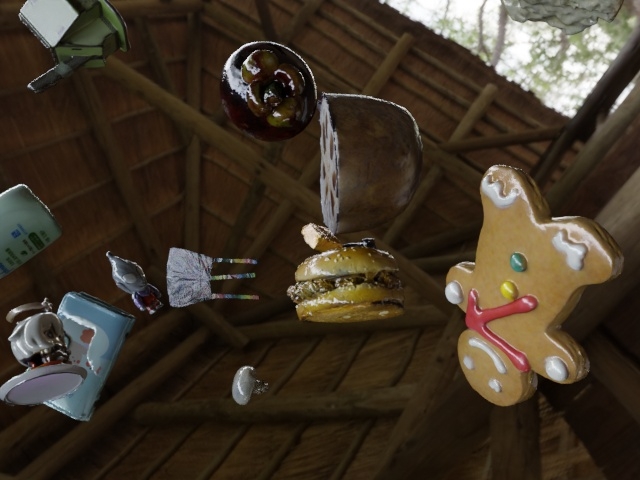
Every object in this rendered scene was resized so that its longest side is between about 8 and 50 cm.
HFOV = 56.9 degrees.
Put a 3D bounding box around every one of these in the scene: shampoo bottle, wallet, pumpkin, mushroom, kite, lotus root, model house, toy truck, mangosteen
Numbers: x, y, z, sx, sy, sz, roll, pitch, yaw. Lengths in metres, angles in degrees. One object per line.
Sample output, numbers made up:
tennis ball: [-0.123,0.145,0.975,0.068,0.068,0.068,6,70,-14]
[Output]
shampoo bottle: [-0.843,0.021,1.485,0.350,0.221,0.151,-41,-103,-22]
wallet: [-0.539,0.254,1.321,0.176,0.250,0.075,22,173,10]
pumpkin: [0.000,0.000,1.341,0.074,0.053,0.083,19,-158,-35]
mushroom: [-0.154,0.322,1.306,0.079,0.085,0.085,14,-147,-15]
kite: [-0.265,0.094,1.449,0.286,0.152,0.015,0,179,28]
lotus root: [0.086,-0.135,1.058,0.192,0.272,0.272,0,-142,-12]
model house: [-0.650,-0.509,1.453,0.279,0.205,0.218,-41,-88,-16]
toy truck: [0.105,0.093,1.927,0.161,0.213,0.176,-7,-106,-4]
mangosteen: [-0.063,-0.185,0.743,0.140,0.140,0.140,21,-149,-14]

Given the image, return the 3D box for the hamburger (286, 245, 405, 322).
hamburger: [0.038,0.076,0.975,0.182,0.191,0.117,51,-152,-69]

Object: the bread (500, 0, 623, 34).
bread: [0.172,-0.302,0.405,0.171,0.191,0.314,22,-178,21]

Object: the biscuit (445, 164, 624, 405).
biscuit: [0.239,0.089,0.740,0.047,0.339,0.216,-19,-133,-28]

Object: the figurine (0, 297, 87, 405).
figurine: [-0.459,0.173,0.952,0.132,0.132,0.153,0,-126,-40]

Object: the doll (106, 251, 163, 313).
doll: [-0.564,0.123,1.775,0.227,0.075,0.102,53,-148,-5]
